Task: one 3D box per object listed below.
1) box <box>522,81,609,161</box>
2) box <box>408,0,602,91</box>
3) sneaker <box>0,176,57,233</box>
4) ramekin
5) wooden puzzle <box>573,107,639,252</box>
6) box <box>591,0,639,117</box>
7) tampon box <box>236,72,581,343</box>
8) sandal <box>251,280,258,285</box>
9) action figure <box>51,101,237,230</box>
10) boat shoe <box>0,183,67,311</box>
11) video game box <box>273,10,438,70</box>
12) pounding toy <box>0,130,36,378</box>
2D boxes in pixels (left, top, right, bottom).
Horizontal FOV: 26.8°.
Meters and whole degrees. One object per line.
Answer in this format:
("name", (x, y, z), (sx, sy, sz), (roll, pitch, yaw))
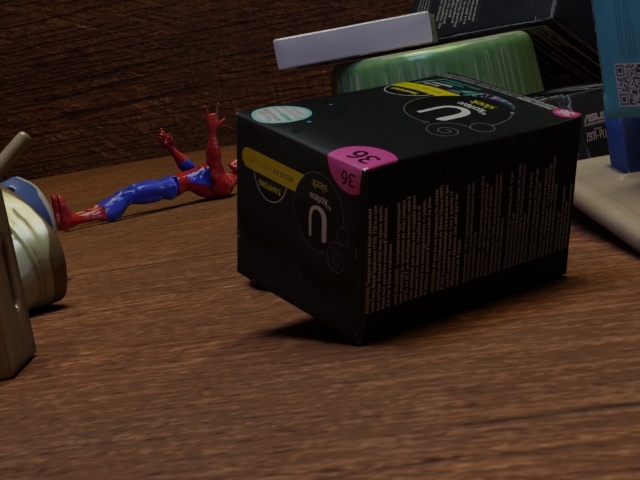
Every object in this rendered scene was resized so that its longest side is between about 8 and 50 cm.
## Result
("box", (0.254, -0.119, 1.420), (0.180, 0.078, 0.147), (-14, 9, -28))
("box", (0.340, -0.319, 1.990), (0.296, 0.183, 0.294), (26, -16, -37))
("sneaker", (-0.429, 0.003, 1.265), (0.315, 0.127, 0.182), (-7, 5, 13))
("ramekin", (0.157, -0.186, 1.800), (0.303, 0.148, 0.303), (-11, 7, 1))
("wooden puzzle", (0.333, -0.072, 0.919), (0.322, 0.081, 0.348), (-11, 7, -1))
("box", (0.301, -0.159, 0.943), (0.244, 0.101, 0.060), (-18, 14, -30))
("tampon box", (0.049, -0.026, 0.769), (0.161, 0.101, 0.120), (-15, 27, -35))
("sandal", (0.000, 0.000, 0.919), (0.090, 0.060, 0.219), (-12, 7, -12))
("action figure", (-0.222, -0.104, 1.809), (0.280, 0.139, 0.091), (-10, 8, -18))
("boat shoe", (-0.323, -0.025, 1.097), (0.285, 0.105, 0.089), (29, 43, 35))
("video game box", (0.051, -0.266, 1.797), (0.205, 0.048, 0.187), (-9, 9, 9))
("pounding toy", (-0.237, 0.014, 0.831), (0.130, 0.141, 0.100), (-10, 7, 0))
